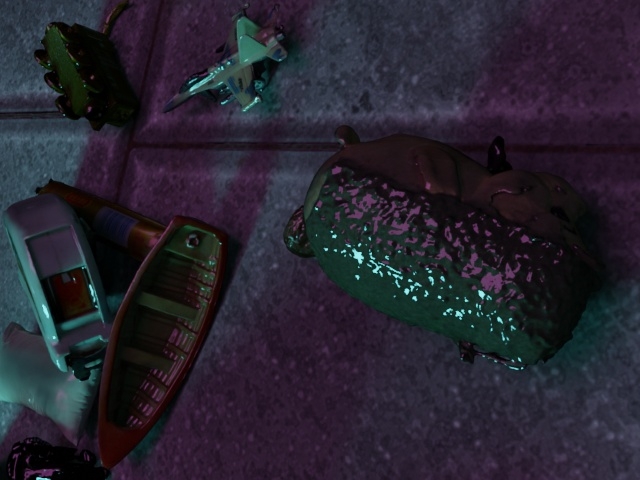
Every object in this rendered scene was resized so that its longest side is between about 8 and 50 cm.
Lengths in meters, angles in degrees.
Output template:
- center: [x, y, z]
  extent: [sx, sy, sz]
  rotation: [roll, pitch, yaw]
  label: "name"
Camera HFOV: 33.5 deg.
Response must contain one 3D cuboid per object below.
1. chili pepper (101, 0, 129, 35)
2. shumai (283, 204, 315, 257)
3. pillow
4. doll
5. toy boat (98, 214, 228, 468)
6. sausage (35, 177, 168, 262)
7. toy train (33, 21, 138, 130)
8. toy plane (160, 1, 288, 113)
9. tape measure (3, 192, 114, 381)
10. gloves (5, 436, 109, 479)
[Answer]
- center: [-0.366, -0.398, 1.894]
  extent: [0.083, 0.017, 0.030]
  rotation: [-54, 52, 18]
  label: "chili pepper"
- center: [0.000, 0.000, 1.437]
  extent: [0.080, 0.082, 0.083]
  rotation: [42, 126, 38]
  label: "shumai"
- center: [-0.448, 0.230, 1.731]
  extent: [0.254, 0.078, 0.144]
  rotation: [14, 87, 40]
  label: "pillow"
- center: [0.154, -0.004, 1.214]
  extent: [0.350, 0.247, 0.247]
  rotation: [33, 99, 32]
  label: "doll"
- center: [-0.249, 0.149, 1.577]
  extent: [0.392, 0.136, 0.079]
  rotation: [-67, 18, 7]
  label: "toy boat"
- center: [-0.337, -0.024, 1.719]
  extent: [0.372, 0.082, 0.082]
  rotation: [19, 90, 41]
  label: "sausage"
- center: [-0.395, -0.279, 1.807]
  extent: [0.090, 0.137, 0.225]
  rotation: [-44, 58, 23]
  label: "toy train"
- center: [-0.146, -0.256, 1.633]
  extent: [0.262, 0.088, 0.192]
  rotation: [-34, 51, 39]
  label: "toy plane"
- center: [-0.398, 0.054, 1.651]
  extent: [0.243, 0.125, 0.246]
  rotation: [42, 145, 55]
  label: "tape measure"
- center: [-0.402, 0.381, 1.632]
  extent: [0.181, 0.106, 0.129]
  rotation: [9, 81, 45]
  label: "gloves"
